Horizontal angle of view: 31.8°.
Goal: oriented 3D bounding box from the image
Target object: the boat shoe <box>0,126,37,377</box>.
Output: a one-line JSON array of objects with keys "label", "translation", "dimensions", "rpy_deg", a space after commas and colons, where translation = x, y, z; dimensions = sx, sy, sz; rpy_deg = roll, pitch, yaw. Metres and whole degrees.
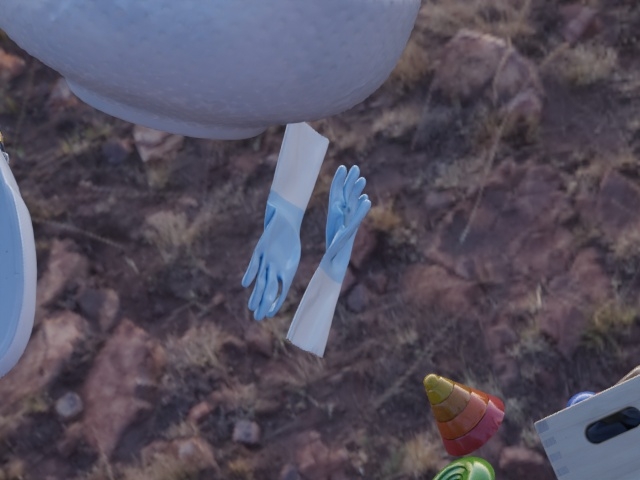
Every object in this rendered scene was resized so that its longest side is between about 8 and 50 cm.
[{"label": "boat shoe", "translation": [-0.145, -0.021, 0.441], "dimensions": [0.065, 0.083, 0.183], "rpy_deg": [-23, 70, -1]}]

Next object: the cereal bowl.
[{"label": "cereal bowl", "translation": [-0.102, -0.171, 0.864], "dimensions": [0.339, 0.141, 0.339], "rpy_deg": [14, 20, -5]}]

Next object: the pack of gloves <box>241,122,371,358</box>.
[{"label": "pack of gloves", "translation": [0.000, 0.000, 1.263], "dimensions": [0.046, 0.195, 0.232], "rpy_deg": [7, 73, 31]}]

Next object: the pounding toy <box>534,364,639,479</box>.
[{"label": "pounding toy", "translation": [0.253, 0.132, 0.871], "dimensions": [0.141, 0.130, 0.100], "rpy_deg": [-30, 70, 21]}]

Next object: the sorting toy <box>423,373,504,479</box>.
[{"label": "sorting toy", "translation": [0.179, 0.328, 1.686], "dimensions": [0.127, 0.126, 0.365], "rpy_deg": [-32, 21, 32]}]
